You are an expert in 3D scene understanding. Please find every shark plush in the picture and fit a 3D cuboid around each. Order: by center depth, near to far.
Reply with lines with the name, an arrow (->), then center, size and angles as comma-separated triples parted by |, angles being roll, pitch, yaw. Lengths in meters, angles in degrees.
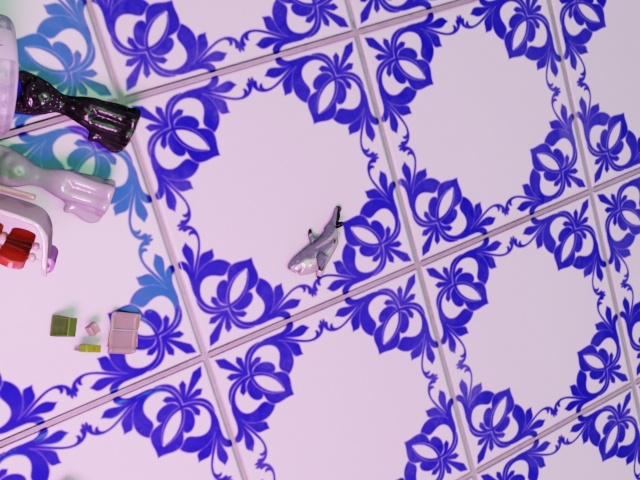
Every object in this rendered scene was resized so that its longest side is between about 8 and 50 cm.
shark plush -> 0.000, 0.000, 1.769 | 0.067, 0.073, 0.161 | 27, 86, 5

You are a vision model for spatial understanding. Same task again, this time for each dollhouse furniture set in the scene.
dollhouse furniture set -> -0.399, 0.162, 1.599 | 0.152, 0.059, 0.076 | 10, 82, -46

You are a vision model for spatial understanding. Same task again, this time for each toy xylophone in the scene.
toy xylophone -> -0.547, -0.044, 1.376 | 0.323, 0.236, 0.081 | 20, 99, -8

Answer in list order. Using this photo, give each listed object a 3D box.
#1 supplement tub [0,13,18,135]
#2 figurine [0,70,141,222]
supplement tub -> -0.631, -0.262, 1.353 | 0.316, 0.194, 0.193 | 1, 94, -27
figurine -> -0.441, -0.158, 1.525 | 0.210, 0.092, 0.214 | 19, 86, -19
